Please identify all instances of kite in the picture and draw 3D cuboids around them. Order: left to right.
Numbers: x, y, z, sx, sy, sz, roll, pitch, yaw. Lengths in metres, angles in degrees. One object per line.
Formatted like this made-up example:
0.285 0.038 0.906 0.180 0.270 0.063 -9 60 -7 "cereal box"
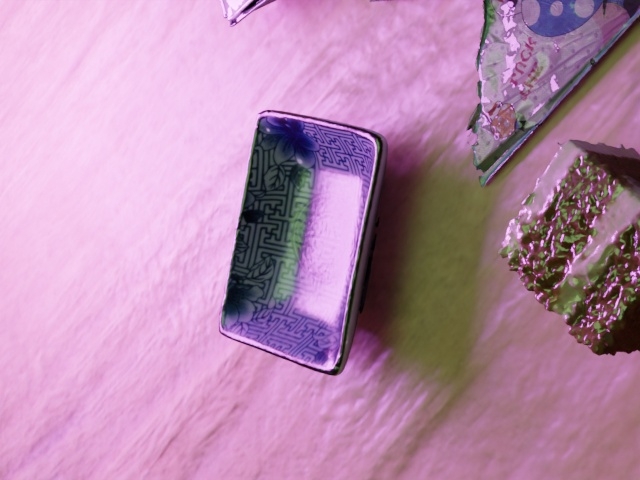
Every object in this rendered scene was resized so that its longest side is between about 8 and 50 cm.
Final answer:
0.185 -0.251 1.384 0.368 0.014 0.405 4 91 44 "kite"

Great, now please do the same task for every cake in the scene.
0.242 0.001 1.236 0.147 0.135 0.135 46 116 28 "cake"

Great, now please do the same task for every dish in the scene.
0.000 0.000 1.503 0.182 0.080 0.243 16 97 43 "dish"

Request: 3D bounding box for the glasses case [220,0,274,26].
-0.084 -0.378 1.603 0.128 0.083 0.308 -33 66 44 "glasses case"
